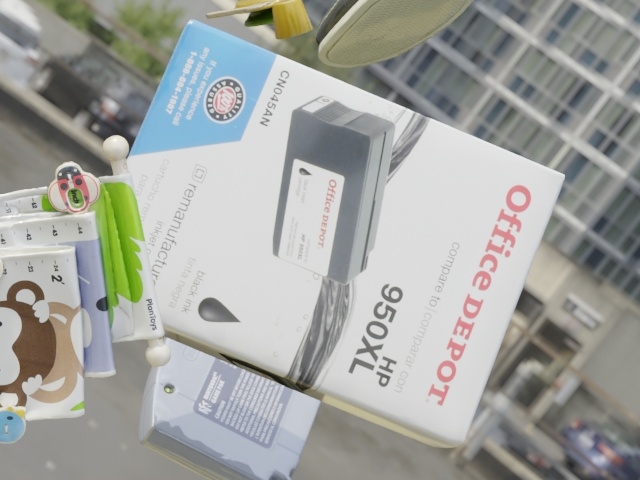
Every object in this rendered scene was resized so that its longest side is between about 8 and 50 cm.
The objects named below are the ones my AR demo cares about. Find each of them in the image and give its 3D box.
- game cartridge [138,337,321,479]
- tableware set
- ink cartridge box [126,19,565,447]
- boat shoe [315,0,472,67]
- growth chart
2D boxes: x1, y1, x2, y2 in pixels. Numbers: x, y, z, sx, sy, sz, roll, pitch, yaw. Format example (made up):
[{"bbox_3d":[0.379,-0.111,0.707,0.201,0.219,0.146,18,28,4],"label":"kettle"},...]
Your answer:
[{"bbox_3d":[-0.093,0.156,1.751,0.196,0.060,0.294,31,41,-7],"label":"game cartridge"},{"bbox_3d":[0.013,-0.151,0.922,0.104,0.024,0.154,-2,20,38],"label":"tableware set"},{"bbox_3d":[0.000,0.000,1.484,0.395,0.285,0.166,22,-8,-1],"label":"ink cartridge box"},{"bbox_3d":[0.077,-0.212,1.111,0.084,0.233,0.079,9,50,-40],"label":"boat shoe"},{"bbox_3d":[-0.210,0.049,0.934,0.021,0.237,0.172,-138,-149,-74],"label":"growth chart"}]
